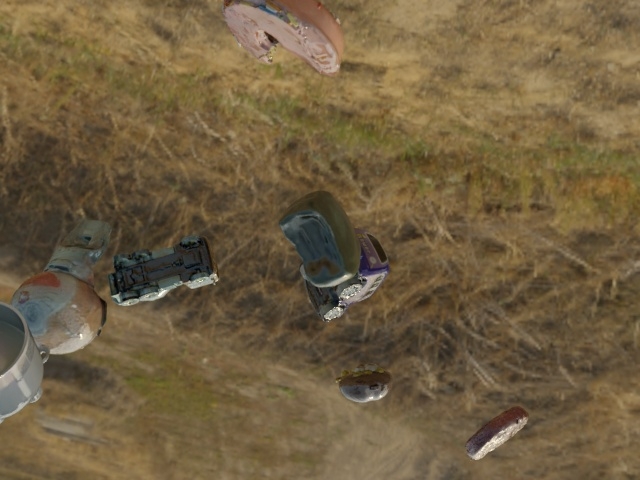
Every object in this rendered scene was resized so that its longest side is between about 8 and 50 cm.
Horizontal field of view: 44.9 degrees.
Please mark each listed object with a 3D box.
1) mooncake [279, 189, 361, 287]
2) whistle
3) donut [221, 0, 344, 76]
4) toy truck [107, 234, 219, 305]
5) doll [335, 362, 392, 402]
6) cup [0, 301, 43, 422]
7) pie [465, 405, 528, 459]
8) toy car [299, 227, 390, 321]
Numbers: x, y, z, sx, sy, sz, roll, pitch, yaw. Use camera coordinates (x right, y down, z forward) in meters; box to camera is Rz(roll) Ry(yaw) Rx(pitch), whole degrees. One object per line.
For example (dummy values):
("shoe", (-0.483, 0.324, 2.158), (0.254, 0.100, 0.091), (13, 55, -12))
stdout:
("mooncake", (0.000, 0.000, 1.404), (0.104, 0.175, 0.168), (-24, 156, 15))
("whistle", (-0.525, 0.088, 1.586), (0.189, 0.347, 0.189), (7, 147, 5))
("donut", (-0.067, -0.378, 1.342), (0.233, 0.085, 0.199), (21, 165, 33))
("toy truck", (-0.350, 0.077, 1.711), (0.257, 0.108, 0.140), (-17, 163, 1))
("doll", (0.103, 0.369, 2.038), (0.145, 0.096, 0.188), (-5, -174, -41))
("cup", (-0.442, 0.190, 1.045), (0.134, 0.173, 0.142), (-19, 144, -17))
("pie", (0.427, 0.464, 1.865), (0.182, 0.049, 0.182), (-29, 152, -17))
("toy car", (0.061, 0.082, 1.879), (0.158, 0.172, 0.235), (-3, 142, -33))
